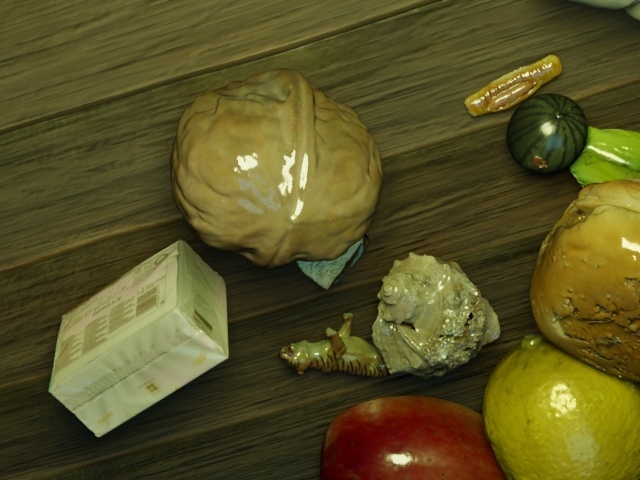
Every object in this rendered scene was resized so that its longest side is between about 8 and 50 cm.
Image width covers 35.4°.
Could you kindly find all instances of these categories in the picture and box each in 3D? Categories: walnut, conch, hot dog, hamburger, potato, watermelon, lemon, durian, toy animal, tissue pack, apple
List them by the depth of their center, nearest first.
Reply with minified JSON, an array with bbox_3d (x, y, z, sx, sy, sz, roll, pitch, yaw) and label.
[{"bbox_3d":[-0.057,-0.084,1.232,0.273,0.273,0.227,37,113,-26],"label":"walnut"},{"bbox_3d":[0.303,-0.146,1.323,0.105,0.105,0.133,3,158,-9],"label":"watermelon"},{"bbox_3d":[0.259,-0.202,1.337,0.137,0.028,0.044,-26,130,8],"label":"hot dog"},{"bbox_3d":[0.435,0.062,1.341,0.284,0.174,0.304,25,151,7],"label":"hamburger"},{"bbox_3d":[-0.249,0.132,1.399,0.225,0.185,0.124,-33,118,14],"label":"tissue pack"},{"bbox_3d":[0.452,-0.075,1.405,0.250,0.101,0.139,30,153,-26],"label":"durian"},{"bbox_3d":[0.000,0.000,1.415,0.103,0.066,0.096,40,96,-22],"label":"potato"},{"bbox_3d":[0.175,0.123,1.479,0.245,0.163,0.178,22,121,-39],"label":"conch"},{"bbox_3d":[0.378,0.283,1.534,0.245,0.245,0.319,-21,102,7],"label":"lemon"},{"bbox_3d":[0.059,0.167,1.544,0.241,0.056,0.099,8,129,-14],"label":"toy animal"},{"bbox_3d":[0.169,0.429,1.690,0.365,0.295,0.329,6,160,-9],"label":"apple"}]

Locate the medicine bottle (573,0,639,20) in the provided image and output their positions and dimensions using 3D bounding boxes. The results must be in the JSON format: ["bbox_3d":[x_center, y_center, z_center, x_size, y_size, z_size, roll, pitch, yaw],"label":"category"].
[{"bbox_3d":[0.451,-0.345,1.155,0.372,0.211,0.211,8,122,-13],"label":"medicine bottle"}]
